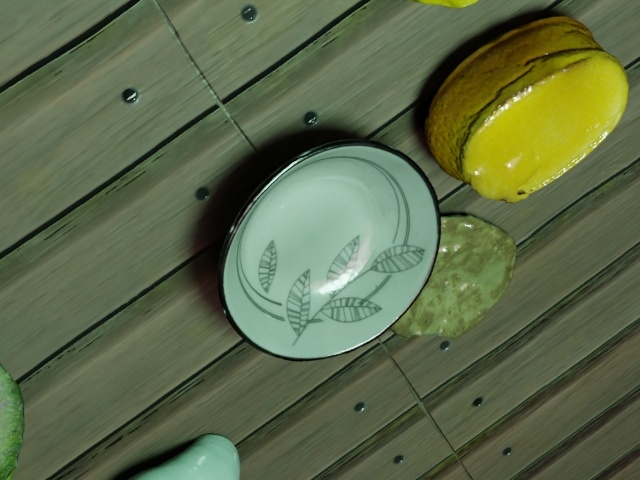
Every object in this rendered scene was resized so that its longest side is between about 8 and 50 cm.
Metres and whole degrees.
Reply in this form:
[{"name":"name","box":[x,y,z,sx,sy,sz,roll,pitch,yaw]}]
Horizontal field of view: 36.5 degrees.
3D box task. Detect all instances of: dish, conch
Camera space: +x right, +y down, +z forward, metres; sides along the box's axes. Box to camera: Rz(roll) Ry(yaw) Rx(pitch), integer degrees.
[{"name":"dish","box":[0.000,0.000,1.267,0.316,0.106,0.316,-12,122,-20]},{"name":"conch","box":[-0.205,0.384,1.416,0.221,0.121,0.185,-32,159,-12]}]

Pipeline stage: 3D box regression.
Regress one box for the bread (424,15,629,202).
[{"name":"bread","box":[0.266,-0.173,1.265,0.269,0.143,0.195,-32,132,-3]}]

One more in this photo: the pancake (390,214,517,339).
[{"name":"pancake","box":[0.189,0.056,1.440,0.236,0.042,0.222,-15,121,-22]}]

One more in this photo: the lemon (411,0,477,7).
[{"name":"lemon","box":[0.107,-0.397,0.926,0.348,0.348,0.348,-13,125,-20]}]

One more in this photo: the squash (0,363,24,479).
[{"name":"squash","box":[-0.492,0.305,1.119,0.310,0.310,0.309,-10,139,-21]}]
